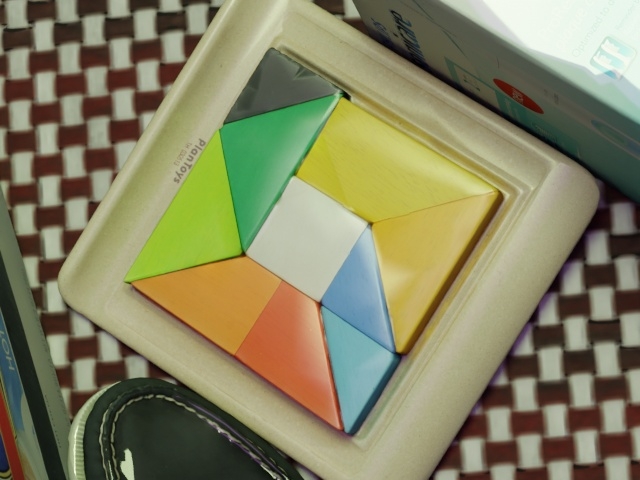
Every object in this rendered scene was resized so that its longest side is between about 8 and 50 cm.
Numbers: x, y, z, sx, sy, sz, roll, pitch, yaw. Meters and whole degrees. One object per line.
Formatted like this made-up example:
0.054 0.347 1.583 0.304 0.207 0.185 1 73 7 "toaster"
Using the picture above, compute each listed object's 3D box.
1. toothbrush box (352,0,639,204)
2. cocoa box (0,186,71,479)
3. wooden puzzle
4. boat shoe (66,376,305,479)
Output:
0.162 -0.106 0.986 0.295 0.216 0.126 34 88 11 "toothbrush box"
-0.265 0.118 1.009 0.231 0.228 0.347 -18 79 5 "cocoa box"
0.000 0.000 1.071 0.239 0.044 0.221 32 93 11 "wooden puzzle"
-0.007 0.201 0.996 0.127 0.113 0.340 -26 77 -26 "boat shoe"
